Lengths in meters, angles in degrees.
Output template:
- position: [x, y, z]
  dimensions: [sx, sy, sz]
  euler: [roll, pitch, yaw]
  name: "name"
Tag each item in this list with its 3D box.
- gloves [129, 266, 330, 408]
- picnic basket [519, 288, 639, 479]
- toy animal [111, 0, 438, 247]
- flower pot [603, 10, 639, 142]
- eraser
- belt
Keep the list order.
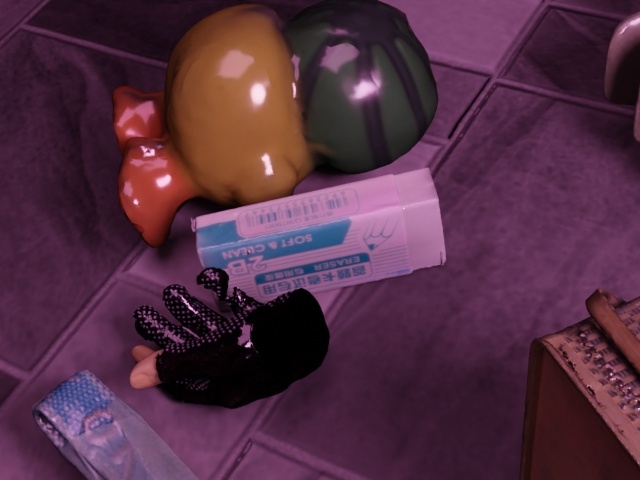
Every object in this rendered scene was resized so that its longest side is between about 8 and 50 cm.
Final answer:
- position: [-0.093, 0.099, 0.995]
  dimensions: [0.181, 0.106, 0.129]
  euler: [-15, 38, 39]
  name: "gloves"
- position: [0.232, 0.160, 0.742]
  dimensions: [0.139, 0.266, 0.165]
  euler: [-20, 45, -13]
  name: "picnic basket"
- position: [-0.049, -0.141, 1.120]
  dimensions: [0.338, 0.191, 0.216]
  euler: [-16, 47, -3]
  name: "toy animal"
- position: [0.447, -0.142, 1.033]
  dimensions: [0.368, 0.164, 0.254]
  euler: [24, 52, 30]
  name: "flower pot"
- position: [0.000, 0.000, 1.047]
  dimensions: [0.225, 0.095, 0.052]
  euler: [-12, 47, 1]
  name: "eraser"
- position: [-0.132, 0.201, 0.900]
  dimensions: [0.072, 0.087, 0.302]
  euler: [-40, 53, -21]
  name: "belt"
